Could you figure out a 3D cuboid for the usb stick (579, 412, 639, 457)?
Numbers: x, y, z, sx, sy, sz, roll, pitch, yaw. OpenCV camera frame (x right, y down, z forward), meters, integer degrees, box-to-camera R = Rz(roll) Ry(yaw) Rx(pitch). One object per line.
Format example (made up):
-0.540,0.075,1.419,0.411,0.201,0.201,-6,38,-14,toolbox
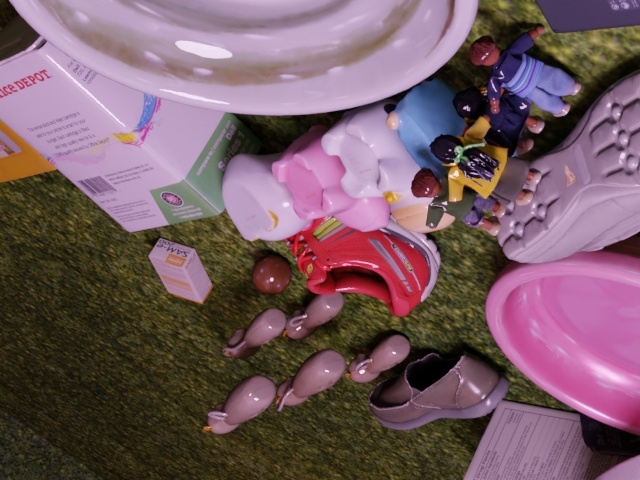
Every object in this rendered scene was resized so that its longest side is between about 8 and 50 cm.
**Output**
0.429,0.224,1.495,0.278,0.045,0.077,-5,95,48,usb stick

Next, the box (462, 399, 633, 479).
0.357,0.316,1.639,0.311,0.148,0.121,7,146,40,box

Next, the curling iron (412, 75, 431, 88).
-0.022,-0.199,1.234,0.274,0.035,0.068,25,153,8,curling iron

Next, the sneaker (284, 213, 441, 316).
0.000,0.000,1.466,0.279,0.118,0.107,24,152,11,sneaker

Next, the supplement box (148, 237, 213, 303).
-0.200,0.044,1.829,0.062,0.036,0.098,17,151,24,supplement box

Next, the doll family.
0.147,-0.096,1.109,0.111,0.193,0.076,24,175,-24,doll family

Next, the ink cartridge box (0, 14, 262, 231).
-0.238,-0.145,1.448,0.278,0.117,0.201,44,150,-27,ink cartridge box

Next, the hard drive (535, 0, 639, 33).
0.224,-0.206,0.996,0.135,0.022,0.094,2,142,43,hard drive

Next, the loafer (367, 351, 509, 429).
0.145,0.190,1.704,0.087,0.094,0.251,51,143,-15,loafer

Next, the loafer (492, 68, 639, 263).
0.277,-0.068,1.118,0.111,0.112,0.319,-1,161,-30,loafer

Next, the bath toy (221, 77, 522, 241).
0.040,-0.069,1.305,0.348,0.129,0.151,-13,109,51,bath toy

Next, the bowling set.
-0.040,0.127,1.712,0.154,0.287,0.199,-44,62,55,bowling set

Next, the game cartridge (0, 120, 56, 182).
-0.523,-0.199,1.707,0.285,0.052,0.324,-7,137,49,game cartridge

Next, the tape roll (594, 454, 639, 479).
0.476,0.349,1.408,0.392,0.072,0.392,8,141,6,tape roll

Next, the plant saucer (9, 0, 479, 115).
-0.066,-0.243,1.058,0.401,0.100,0.400,5,156,2,plant saucer

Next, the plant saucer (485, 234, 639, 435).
0.342,0.099,1.345,0.332,0.084,0.332,23,152,13,plant saucer
